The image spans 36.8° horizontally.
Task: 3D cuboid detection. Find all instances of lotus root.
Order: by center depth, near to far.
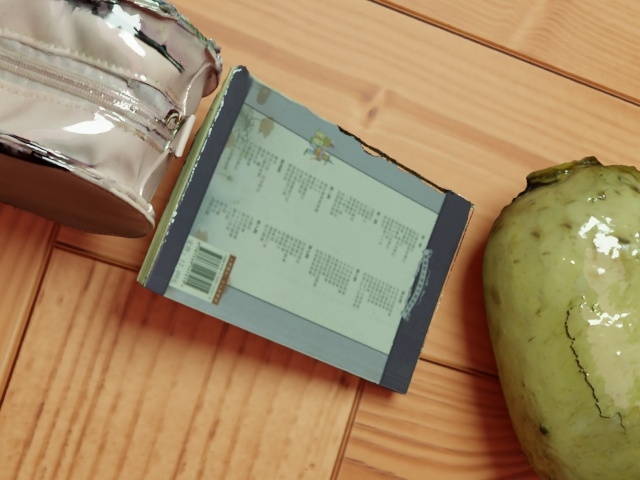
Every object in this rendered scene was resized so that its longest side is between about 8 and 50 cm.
[{"bbox_3d":[0.209,0.082,0.705,0.160,0.146,0.284,-15,86,6],"label":"lotus root"}]

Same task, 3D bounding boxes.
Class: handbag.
[{"bbox_3d":[-0.173,-0.087,0.596,0.205,0.179,0.116,17,77,0],"label":"handbag"}]

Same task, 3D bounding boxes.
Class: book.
[{"bbox_3d":[0.000,0.000,0.677,0.231,0.026,0.157,27,80,-32],"label":"book"}]
